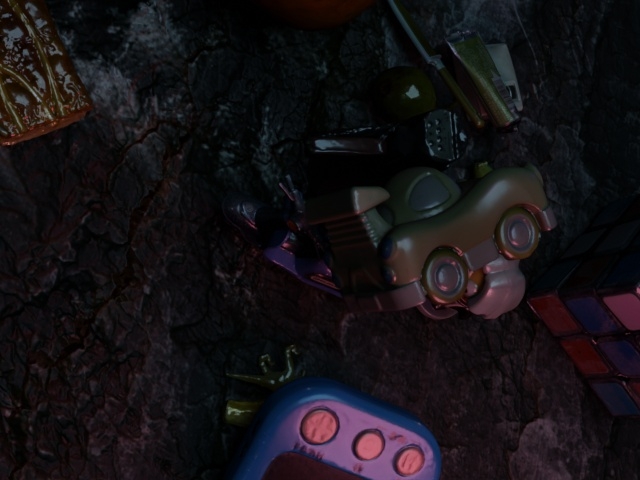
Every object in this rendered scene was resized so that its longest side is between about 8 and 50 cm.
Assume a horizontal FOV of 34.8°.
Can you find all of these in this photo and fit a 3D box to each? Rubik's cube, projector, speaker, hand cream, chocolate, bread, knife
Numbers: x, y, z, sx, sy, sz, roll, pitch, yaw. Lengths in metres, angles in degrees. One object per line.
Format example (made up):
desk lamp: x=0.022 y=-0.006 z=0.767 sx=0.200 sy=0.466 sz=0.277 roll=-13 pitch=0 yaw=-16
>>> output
Rubik's cube: x=0.690 y=0.115 z=2.029 sx=0.363 sy=0.359 sz=0.362 roll=-43 pitch=101 yaw=-27
projector: x=0.341 y=-0.325 z=2.103 sx=0.115 sy=0.061 sz=0.147 roll=-11 pitch=85 yaw=-27
speaker: x=0.088 y=-0.164 z=1.804 sx=0.259 sy=0.329 sz=0.198 roll=25 pitch=70 yaw=-14
hand cream: x=0.331 y=-0.316 z=2.040 sx=0.086 sy=0.055 sz=0.235 roll=-25 pitch=84 yaw=-31
chocolate: x=-0.064 y=0.306 z=1.762 sx=0.219 sy=0.085 sz=0.086 roll=14 pitch=74 yaw=-20
bread: x=-0.505 y=-0.298 z=1.635 sx=0.185 sy=0.114 sz=0.275 roll=-27 pitch=91 yaw=-29
knife: x=0.222 y=-0.364 z=2.020 sx=0.343 sy=0.027 sz=0.061 roll=58 pitch=28 yaw=12

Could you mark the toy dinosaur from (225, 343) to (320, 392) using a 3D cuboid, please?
toy dinosaur: x=-0.074 y=0.257 z=1.788 sx=0.162 sy=0.039 sz=0.126 roll=-24 pitch=93 yaw=-28

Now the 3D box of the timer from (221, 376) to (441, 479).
timer: x=0.015 y=0.395 z=1.709 sx=0.340 sy=0.115 sz=0.309 roll=25 pitch=97 yaw=-21

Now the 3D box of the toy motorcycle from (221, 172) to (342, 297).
toy motorcycle: x=0.000 y=0.000 z=1.776 sx=0.358 sy=0.212 sz=0.125 roll=26 pitch=70 yaw=-21

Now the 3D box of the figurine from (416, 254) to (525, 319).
figurine: x=0.276 y=0.062 z=1.893 sx=0.133 sy=0.236 sz=0.176 roll=-12 pitch=87 yaw=-28

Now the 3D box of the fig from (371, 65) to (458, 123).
fig: x=0.199 y=-0.274 z=2.010 sx=0.236 sy=0.124 sz=0.124 roll=2 pitch=78 yaw=-48

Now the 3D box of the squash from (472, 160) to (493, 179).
squash: x=0.367 y=-0.071 z=2.067 sx=0.066 sy=0.066 sz=0.201 roll=-30 pitch=91 yaw=-29

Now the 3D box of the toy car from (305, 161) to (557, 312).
toy car: x=0.173 y=-0.034 z=1.635 sx=0.336 sy=0.242 sz=0.226 roll=-29 pitch=98 yaw=-27

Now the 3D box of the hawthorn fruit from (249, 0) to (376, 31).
hawthorn fruit: x=-0.004 y=-0.605 z=1.775 sx=0.471 sy=0.472 sz=0.472 roll=6 pitch=78 yaw=-26
